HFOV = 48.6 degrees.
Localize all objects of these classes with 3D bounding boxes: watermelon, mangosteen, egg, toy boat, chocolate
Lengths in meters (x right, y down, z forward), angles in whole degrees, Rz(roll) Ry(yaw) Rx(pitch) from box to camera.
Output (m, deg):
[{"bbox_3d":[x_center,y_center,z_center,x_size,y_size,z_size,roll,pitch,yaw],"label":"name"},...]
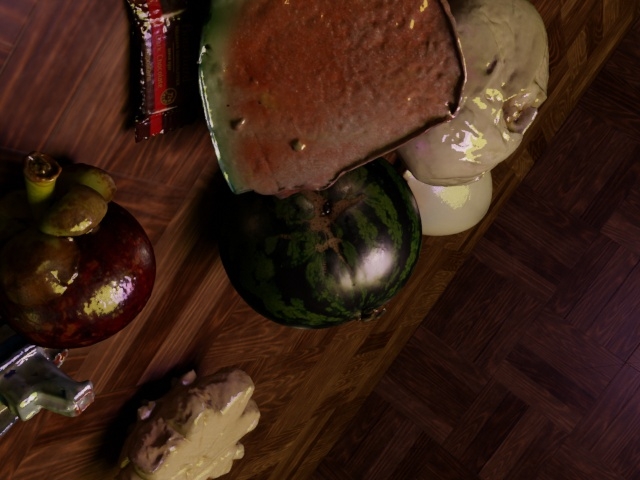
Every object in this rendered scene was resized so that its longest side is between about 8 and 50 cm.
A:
[{"bbox_3d":[-0.026,-0.180,0.688,0.222,0.319,0.292,-30,113,-13],"label":"watermelon"},{"bbox_3d":[-0.239,0.010,0.637,0.146,0.155,0.181,-30,132,9],"label":"mangosteen"},{"bbox_3d":[0.270,-0.119,1.489,0.264,0.174,0.286,-54,157,-7],"label":"egg"},{"bbox_3d":[-0.002,-0.005,0.945,0.269,0.269,0.269,-45,159,-22],"label":"watermelon"},{"bbox_3d":[-0.324,0.167,0.716,0.262,0.115,0.114,-40,156,-33],"label":"toy boat"},{"bbox_3d":[-0.146,-0.175,0.668,0.086,0.028,0.182,-32,150,-33],"label":"chocolate"}]

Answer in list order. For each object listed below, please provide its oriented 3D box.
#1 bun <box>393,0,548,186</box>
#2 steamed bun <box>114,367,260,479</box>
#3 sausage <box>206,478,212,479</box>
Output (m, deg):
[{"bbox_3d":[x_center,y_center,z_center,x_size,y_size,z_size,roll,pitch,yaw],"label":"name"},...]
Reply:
[{"bbox_3d":[0.256,-0.236,1.197,0.361,0.213,0.361,-43,156,-25],"label":"bun"},{"bbox_3d":[-0.231,0.315,1.163,0.292,0.137,0.295,-56,155,11],"label":"steamed bun"},{"bbox_3d":[-0.306,0.504,1.348,0.259,0.114,0.113,-46,160,-17],"label":"sausage"}]
